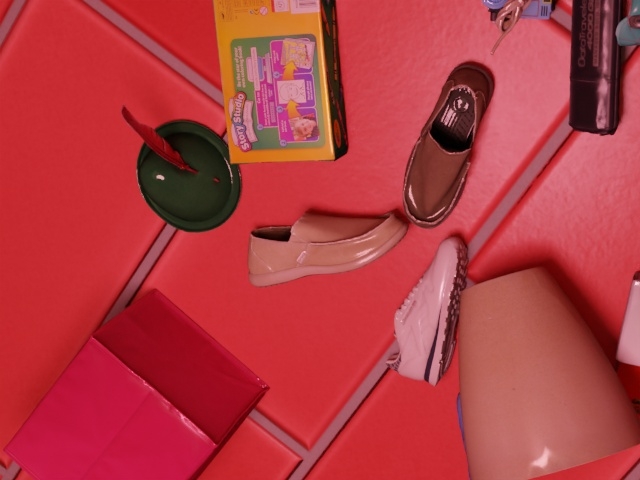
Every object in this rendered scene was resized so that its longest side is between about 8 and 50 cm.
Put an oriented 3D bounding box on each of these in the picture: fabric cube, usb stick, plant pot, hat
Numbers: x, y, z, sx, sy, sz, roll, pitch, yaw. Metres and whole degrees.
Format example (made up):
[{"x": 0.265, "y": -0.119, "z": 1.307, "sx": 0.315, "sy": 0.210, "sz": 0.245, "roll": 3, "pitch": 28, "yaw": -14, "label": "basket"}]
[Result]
[{"x": -0.280, "y": 0.279, "z": 2.019, "sx": 0.259, "sy": 0.254, "sz": 0.258, "roll": 41, "pitch": 110, "yaw": 4, "label": "fabric cube"}, {"x": 0.379, "y": -0.282, "z": 1.771, "sx": 0.077, "sy": 0.045, "sz": 0.278, "roll": 13, "pitch": 110, "yaw": 43, "label": "usb stick"}, {"x": 0.298, "y": 0.185, "z": 1.840, "sx": 0.256, "sy": 0.256, "sz": 0.274, "roll": -20, "pitch": 81, "yaw": 21, "label": "plant pot"}, {"x": -0.240, "y": -0.087, "z": 1.943, "sx": 0.173, "sy": 0.183, "sz": 0.208, "roll": -42, "pitch": 90, "yaw": 23, "label": "hat"}]

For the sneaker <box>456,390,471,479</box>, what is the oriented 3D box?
[{"x": 0.252, "y": 0.326, "z": 1.960, "sx": 0.069, "sy": 0.082, "sz": 0.209, "roll": -13, "pitch": 99, "yaw": 22, "label": "sneaker"}]

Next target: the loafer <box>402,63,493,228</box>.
[{"x": 0.173, "y": -0.131, "z": 1.856, "sx": 0.094, "sy": 0.087, "sz": 0.251, "roll": 19, "pitch": 109, "yaw": 11, "label": "loafer"}]

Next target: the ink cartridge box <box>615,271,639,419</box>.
[{"x": 0.559, "y": 0.188, "z": 1.840, "sx": 0.275, "sy": 0.060, "sz": 0.239, "roll": 12, "pitch": 106, "yaw": 14, "label": "ink cartridge box"}]

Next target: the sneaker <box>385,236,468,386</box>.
[{"x": 0.158, "y": 0.102, "z": 1.929, "sx": 0.095, "sy": 0.090, "sz": 0.235, "roll": 18, "pitch": 108, "yaw": 22, "label": "sneaker"}]

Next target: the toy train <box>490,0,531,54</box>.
[{"x": 0.239, "y": -0.384, "z": 1.680, "sx": 0.143, "sy": 0.105, "sz": 0.248, "roll": 36, "pitch": 97, "yaw": 4, "label": "toy train"}]

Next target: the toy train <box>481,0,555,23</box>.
[{"x": 0.273, "y": -0.386, "z": 1.766, "sx": 0.105, "sy": 0.080, "sz": 0.184, "roll": 3, "pitch": 103, "yaw": 7, "label": "toy train"}]

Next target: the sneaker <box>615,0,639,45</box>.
[{"x": 0.482, "y": -0.267, "z": 1.687, "sx": 0.178, "sy": 0.124, "sz": 0.295, "roll": -16, "pitch": 79, "yaw": 20, "label": "sneaker"}]

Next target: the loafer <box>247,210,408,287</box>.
[{"x": 0.000, "y": 0.000, "z": 1.938, "sx": 0.268, "sy": 0.102, "sz": 0.092, "roll": -16, "pitch": 105, "yaw": 21, "label": "loafer"}]

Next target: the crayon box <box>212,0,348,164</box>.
[{"x": -0.059, "y": -0.254, "z": 1.898, "sx": 0.165, "sy": 0.081, "sz": 0.278, "roll": -1, "pitch": 104, "yaw": 18, "label": "crayon box"}]
